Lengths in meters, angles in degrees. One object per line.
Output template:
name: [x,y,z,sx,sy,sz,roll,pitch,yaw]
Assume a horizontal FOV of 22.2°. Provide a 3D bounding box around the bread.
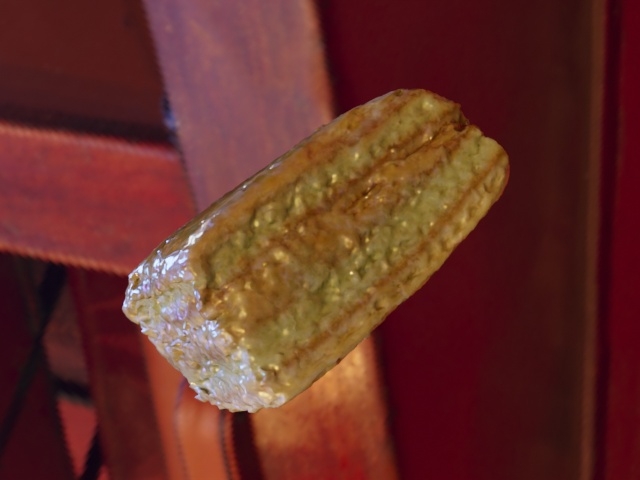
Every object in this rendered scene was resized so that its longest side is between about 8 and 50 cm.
bread: [0.000,0.000,0.867,0.102,0.196,0.138,53,163,-5]
